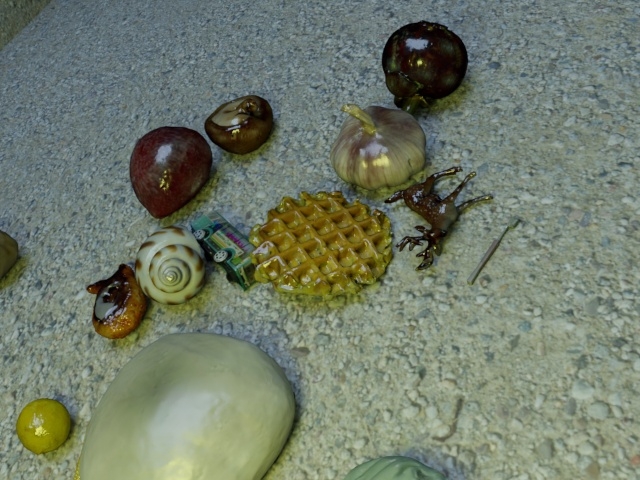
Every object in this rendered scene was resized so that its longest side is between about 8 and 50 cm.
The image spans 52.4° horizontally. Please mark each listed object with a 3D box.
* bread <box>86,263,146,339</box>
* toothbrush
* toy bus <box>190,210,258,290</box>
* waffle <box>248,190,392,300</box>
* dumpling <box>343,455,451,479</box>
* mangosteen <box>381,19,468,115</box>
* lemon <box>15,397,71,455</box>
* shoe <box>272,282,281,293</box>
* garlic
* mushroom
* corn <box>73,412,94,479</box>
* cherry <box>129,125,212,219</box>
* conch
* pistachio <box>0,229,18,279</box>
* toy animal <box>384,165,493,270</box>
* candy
[{"bbox_3d":[-0.496,0.149,1.597,0.139,0.095,0.269,-31,28,-8],"label":"bread"},{"bbox_3d":[0.357,0.018,1.346,0.017,0.014,0.194,23,62,40],"label":"toothbrush"},{"bbox_3d":[-0.230,0.020,1.586,0.109,0.091,0.262,-34,44,-18],"label":"toy bus"},{"bbox_3d":[0.000,0.000,1.450,0.325,0.068,0.302,13,51,8],"label":"waffle"},{"bbox_3d":[0.102,0.404,1.012,0.219,0.108,0.153,-25,0,38],"label":"dumpling"},{"bbox_3d":[0.259,-0.435,1.724,0.231,0.231,0.289,33,107,44],"label":"mangosteen"},{"bbox_3d":[-0.588,0.391,1.383,0.109,0.109,0.133,-23,47,5],"label":"lemon"},{"bbox_3d":[-0.081,0.065,1.480,0.069,0.072,0.109,-48,23,37],"label":"shoe"},{"bbox_3d":[0.119,-0.249,1.559,0.245,0.253,0.245,-15,51,20],"label":"garlic"},{"bbox_3d":[-0.234,-0.334,1.911,0.194,0.138,0.231,-16,30,31],"label":"mushroom"},{"bbox_3d":[-0.449,0.425,1.311,0.067,0.067,0.206,-11,48,17],"label":"corn"},{"bbox_3d":[-0.422,-0.198,1.814,0.230,0.203,0.300,-2,62,23],"label":"cherry"},{"bbox_3d":[-0.357,0.063,1.535,0.149,0.182,0.275,-11,11,-35],"label":"conch"},{"bbox_3d":[-0.998,0.050,1.897,0.288,0.197,0.166,-8,1,35],"label":"pistachio"},{"bbox_3d":[0.250,-0.056,1.441,0.260,0.087,0.243,-36,30,-9],"label":"toy animal"},{"bbox_3d":[-0.271,0.360,1.210,0.386,0.186,0.427,12,59,30],"label":"candy"}]
